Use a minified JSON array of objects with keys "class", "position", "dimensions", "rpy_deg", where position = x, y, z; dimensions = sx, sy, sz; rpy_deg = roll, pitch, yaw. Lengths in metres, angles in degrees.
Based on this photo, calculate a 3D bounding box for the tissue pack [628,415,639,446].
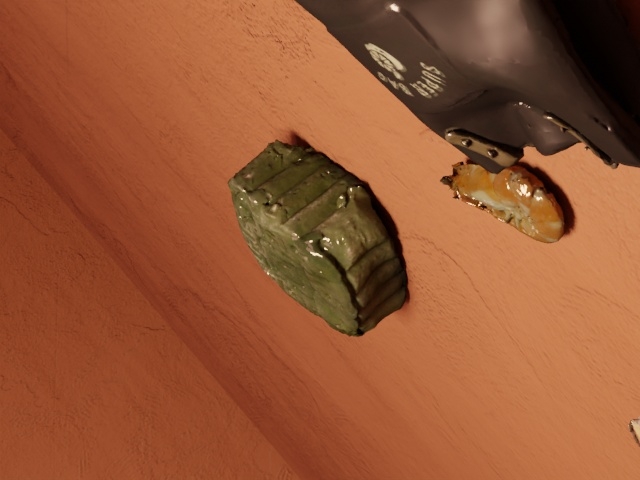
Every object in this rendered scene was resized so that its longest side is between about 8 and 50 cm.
[{"class":"tissue pack","position":[0.400,0.253,1.224],"dimensions":[0.256,0.123,0.215],"rpy_deg":[64,164,-7]}]

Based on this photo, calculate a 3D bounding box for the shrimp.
[{"class":"shrimp","position":[0.173,-0.042,1.391],"dimensions":[0.184,0.043,0.091],"rpy_deg":[28,153,53]}]

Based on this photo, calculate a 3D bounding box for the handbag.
[{"class":"handbag","position":[0.120,-0.165,1.147],"dimensions":[0.288,0.152,0.342],"rpy_deg":[46,166,-16]}]

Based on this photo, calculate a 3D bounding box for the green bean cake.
[{"class":"green bean cake","position":[0.000,0.000,1.809],"dimensions":[0.227,0.125,0.222],"rpy_deg":[36,156,34]}]
